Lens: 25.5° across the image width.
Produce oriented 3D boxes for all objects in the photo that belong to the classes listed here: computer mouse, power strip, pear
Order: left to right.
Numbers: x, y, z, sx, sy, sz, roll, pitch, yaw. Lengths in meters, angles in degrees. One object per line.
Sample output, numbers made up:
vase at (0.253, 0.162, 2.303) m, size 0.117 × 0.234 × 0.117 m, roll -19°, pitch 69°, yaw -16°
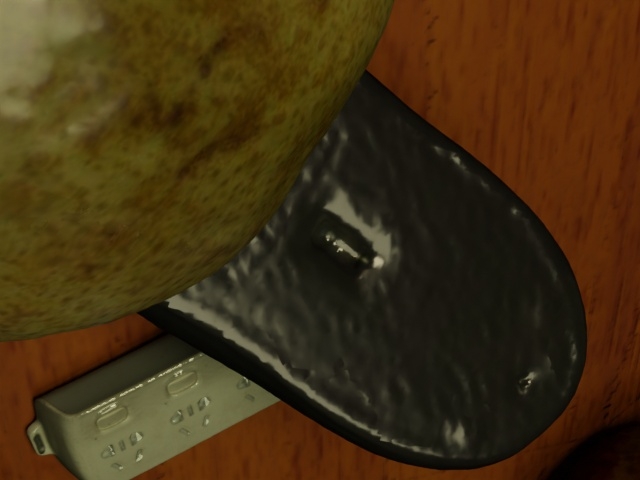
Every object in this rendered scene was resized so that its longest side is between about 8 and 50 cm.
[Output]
pear at (-0.094, -0.079, 0.392) m, size 0.211 × 0.188 × 0.228 m, roll 10°, pitch 120°, yaw -56°
power strip at (-0.020, 0.046, 0.681) m, size 0.252 × 0.027 × 0.060 m, roll -27°, pitch 137°, yaw -15°
computer mouse at (0.000, 0.000, 0.602) m, size 0.269 × 0.086 × 0.138 m, roll 36°, pitch 82°, yaw -28°

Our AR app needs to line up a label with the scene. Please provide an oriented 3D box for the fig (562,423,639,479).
fig at (0.234, 0.219, 0.901) m, size 0.205 × 0.205 × 0.205 m, roll -20°, pitch 135°, yaw -22°
